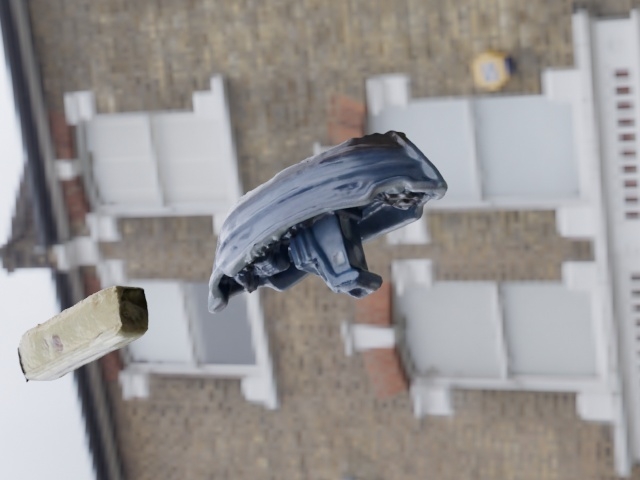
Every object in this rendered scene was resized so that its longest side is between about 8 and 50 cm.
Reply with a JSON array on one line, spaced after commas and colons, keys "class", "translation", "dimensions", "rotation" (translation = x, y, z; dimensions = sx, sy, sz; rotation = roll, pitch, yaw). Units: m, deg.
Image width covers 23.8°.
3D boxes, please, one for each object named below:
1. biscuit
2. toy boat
[{"class": "biscuit", "translation": [-0.252, 0.102, 1.610], "dimensions": [0.052, 0.188, 0.056], "rotation": [8, -116, -43]}, {"class": "toy boat", "translation": [0.000, 0.000, 1.548], "dimensions": [0.129, 0.309, 0.142], "rotation": [20, -130, -51]}]
